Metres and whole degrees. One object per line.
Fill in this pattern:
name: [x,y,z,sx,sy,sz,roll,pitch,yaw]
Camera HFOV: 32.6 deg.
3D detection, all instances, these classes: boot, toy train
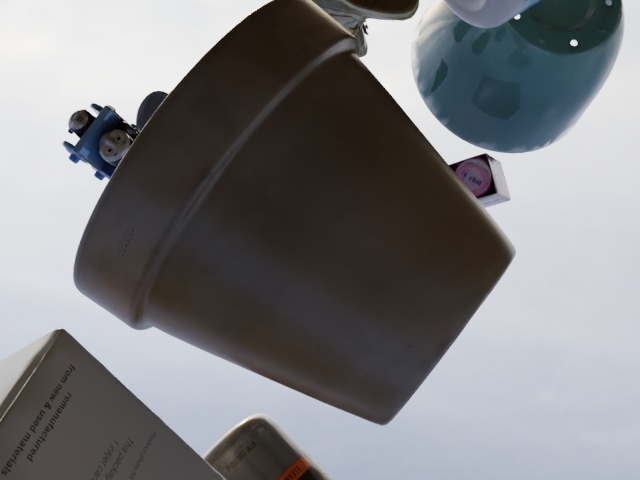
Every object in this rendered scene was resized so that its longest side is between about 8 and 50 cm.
boot: [0.051,-0.310,1.512,0.213,0.165,0.077,18,-112,25]
toy train: [-0.213,-0.088,1.250,0.105,0.080,0.184,30,171,32]

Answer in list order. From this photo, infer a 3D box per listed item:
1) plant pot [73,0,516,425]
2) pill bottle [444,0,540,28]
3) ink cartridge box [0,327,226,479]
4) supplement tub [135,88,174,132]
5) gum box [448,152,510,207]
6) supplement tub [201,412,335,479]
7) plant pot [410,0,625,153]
plant pot: [0.000,0.000,0.937,0.280,0.323,0.323,37,-146,7]
pill bottle: [0.264,-0.368,1.285,0.264,0.146,0.146,-32,-136,-18]
ink cartridge box: [-0.180,0.288,0.869,0.384,0.279,0.160,47,-142,-19]
supplement tub: [-0.153,-0.146,1.465,0.106,0.106,0.198,34,-166,36]
gum box: [0.167,-0.065,1.572,0.188,0.062,0.107,-17,172,19]
supplement tub: [-0.021,0.375,1.213,0.338,0.207,0.207,44,-143,8]
plant pot: [0.300,-0.301,1.583,0.293,0.293,0.235,2,165,-9]
